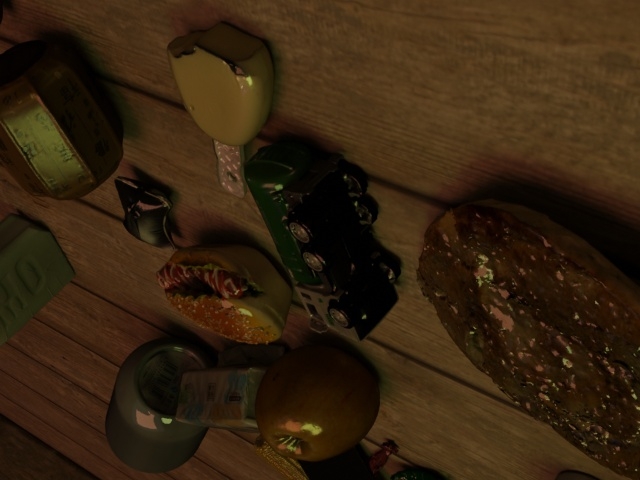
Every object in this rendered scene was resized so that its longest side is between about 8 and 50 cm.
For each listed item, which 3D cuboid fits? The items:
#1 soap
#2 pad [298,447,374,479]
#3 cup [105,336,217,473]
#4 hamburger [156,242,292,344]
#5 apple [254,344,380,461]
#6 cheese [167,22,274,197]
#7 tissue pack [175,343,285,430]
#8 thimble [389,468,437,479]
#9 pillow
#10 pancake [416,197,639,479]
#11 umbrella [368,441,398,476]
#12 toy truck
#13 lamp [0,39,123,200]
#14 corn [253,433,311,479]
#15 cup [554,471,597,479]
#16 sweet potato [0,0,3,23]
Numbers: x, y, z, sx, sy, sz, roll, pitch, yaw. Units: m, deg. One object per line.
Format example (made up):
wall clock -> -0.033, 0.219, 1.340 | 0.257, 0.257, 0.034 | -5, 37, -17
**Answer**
soap -> -0.622, 0.099, 1.571 | 0.095, 0.289, 0.173 | 23, 146, 30
pad -> 0.020, 0.412, 1.525 | 0.202, 0.005, 0.299 | -8, 118, 49
cup -> -0.304, 0.320, 1.609 | 0.205, 0.205, 0.312 | 37, 150, 3
hamburger -> -0.139, 0.078, 1.190 | 0.210, 0.116, 0.173 | 2, 137, 46
apple -> -0.010, 0.243, 1.224 | 0.182, 0.155, 0.182 | 22, 140, 20
cheese -> -0.109, -0.134, 0.934 | 0.127, 0.050, 0.255 | 29, 149, 16
tissue pack -> -0.117, 0.248, 1.403 | 0.159, 0.145, 0.229 | 18, 162, -32
thimble -> 0.157, 0.442, 1.367 | 0.090, 0.118, 0.130 | 48, 176, -23
pillow -> -0.256, -0.039, 1.223 | 0.091, 0.055, 0.135 | 3, 149, -2
pancake -> 0.231, 0.105, 0.828 | 0.356, 0.065, 0.356 | 40, 155, 23
umbrella -> 0.102, 0.378, 1.428 | 0.027, 0.025, 0.165 | 57, 155, 23
toy truck -> 0.000, 0.000, 0.953 | 0.125, 0.101, 0.242 | 15, 140, 42
lamp -> -0.348, -0.152, 1.071 | 0.161, 0.161, 0.185 | 12, 145, 38
corn -> -0.057, 0.441, 1.644 | 0.085, 0.063, 0.165 | -32, 110, 33
cup -> 0.339, 0.383, 1.066 | 0.136, 0.133, 0.099 | -1, 131, 48
sweet potato -> -0.443, -0.352, 1.008 | 0.050, 0.050, 0.214 | 16, 139, 34
